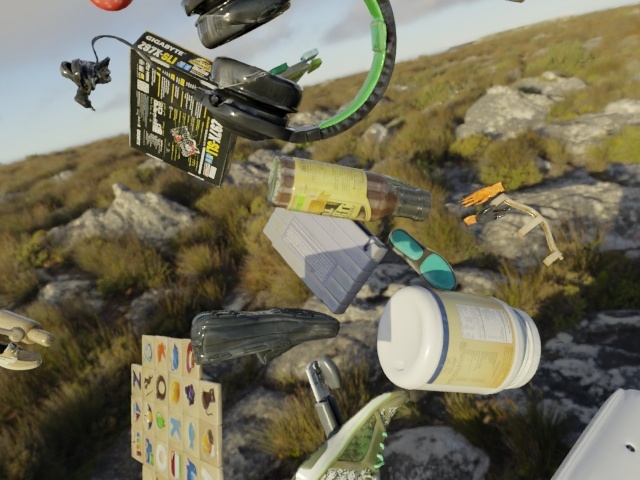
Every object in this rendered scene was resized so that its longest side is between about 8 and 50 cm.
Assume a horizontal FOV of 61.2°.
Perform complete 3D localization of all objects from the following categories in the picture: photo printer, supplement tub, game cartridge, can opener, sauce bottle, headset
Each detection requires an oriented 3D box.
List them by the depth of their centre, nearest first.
[{"bbox_3d":[-0.096,-0.231,0.664,0.394,0.243,0.185,-8,20,-5],"label":"headset"},{"bbox_3d":[0.372,0.382,0.763,0.107,0.256,0.307,31,40,34],"label":"photo printer"},{"bbox_3d":[0.066,-0.098,1.134,0.344,0.111,0.111,8,11,-14],"label":"sauce bottle"},{"bbox_3d":[0.316,0.233,1.246,0.316,0.228,0.228,10,6,-23],"label":"supplement tub"},{"bbox_3d":[0.000,0.000,1.441,0.068,0.230,0.355,0,39,-46],"label":"game cartridge"},{"bbox_3d":[0.038,0.480,1.583,0.095,0.283,0.076,-24,-5,30],"label":"can opener"}]

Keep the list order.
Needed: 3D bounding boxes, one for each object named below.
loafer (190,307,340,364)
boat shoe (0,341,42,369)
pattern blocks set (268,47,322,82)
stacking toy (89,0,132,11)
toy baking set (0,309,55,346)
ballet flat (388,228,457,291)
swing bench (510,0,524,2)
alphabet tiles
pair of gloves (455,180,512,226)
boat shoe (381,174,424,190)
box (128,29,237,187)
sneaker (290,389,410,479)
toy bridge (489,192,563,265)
[{"bbox_3d":[-0.078,0.142,0.795,0.223,0.078,0.076,0,3,-22],"label":"loafer"},{"bbox_3d":[-0.670,0.242,1.162,0.135,0.045,0.050,14,23,-22],"label":"boat shoe"},{"bbox_3d":[-0.119,-0.500,1.706,0.285,0.026,0.325,-30,4,-7],"label":"pattern blocks set"},{"bbox_3d":[-0.376,-0.519,0.988,0.141,0.141,0.330,-15,44,-1],"label":"stacking toy"},{"bbox_3d":[-0.455,0.076,0.669,0.256,0.197,0.030,6,66,38],"label":"toy baking set"},{"bbox_3d":[0.257,0.050,1.345,0.072,0.213,0.068,-46,-22,3],"label":"ballet flat"},{"bbox_3d":[0.226,-0.501,0.863,0.253,0.254,0.165,20,-9,21],"label":"swing bench"},{"bbox_3d":[-0.244,0.301,0.881,0.011,0.285,0.342,2,-7,-38],"label":"alphabet tiles"},{"bbox_3d":[0.246,-0.051,0.814,0.074,0.083,0.010,-21,50,17],"label":"pair of gloves"},{"bbox_3d":[0.209,-0.124,1.377,0.153,0.048,0.056,16,17,-32],"label":"boat shoe"},{"bbox_3d":[-0.320,-0.296,1.284,0.257,0.322,0.079,23,54,-3],"label":"box"},{"bbox_3d":[0.113,0.566,1.441,0.410,0.182,0.158,-35,-16,-26],"label":"sneaker"},{"bbox_3d":[0.455,-0.030,1.173,0.063,0.188,0.026,-35,-18,-11],"label":"toy bridge"}]
